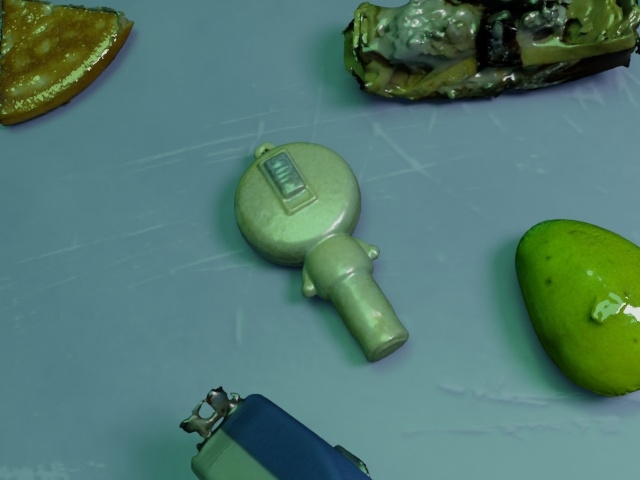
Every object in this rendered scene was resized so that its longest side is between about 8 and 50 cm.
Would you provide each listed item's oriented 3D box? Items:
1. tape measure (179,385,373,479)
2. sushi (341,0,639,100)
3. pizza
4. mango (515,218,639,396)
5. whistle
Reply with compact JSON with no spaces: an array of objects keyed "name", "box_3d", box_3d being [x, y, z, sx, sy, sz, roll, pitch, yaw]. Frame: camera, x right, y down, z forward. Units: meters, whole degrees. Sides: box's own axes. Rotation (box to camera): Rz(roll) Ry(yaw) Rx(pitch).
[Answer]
[{"name":"tape measure","box_3d":[0.043,0.228,0.674,0.098,0.215,0.351,-48,27,-10]},{"name":"sushi","box_3d":[0.165,-0.221,0.957,0.290,0.131,0.139,-8,66,16]},{"name":"pizza","box_3d":[-0.323,-0.216,1.098,0.176,0.036,0.185,34,78,24]},{"name":"mango","box_3d":[0.235,0.050,0.834,0.119,0.100,0.178,-33,56,-3]},{"name":"whistle","box_3d":[0.000,0.000,0.921,0.126,0.067,0.258,-30,66,-3]}]
